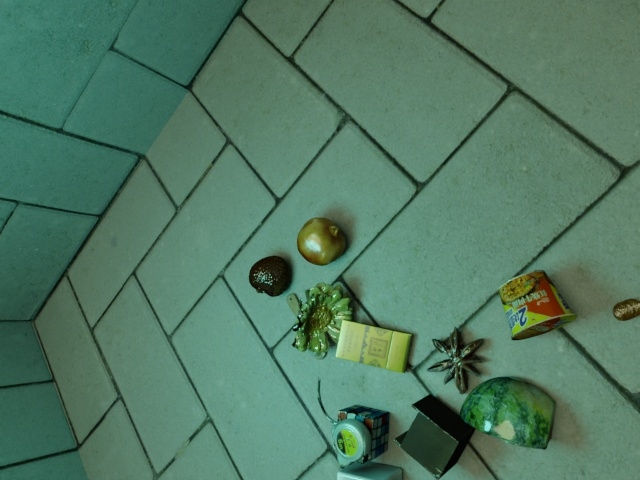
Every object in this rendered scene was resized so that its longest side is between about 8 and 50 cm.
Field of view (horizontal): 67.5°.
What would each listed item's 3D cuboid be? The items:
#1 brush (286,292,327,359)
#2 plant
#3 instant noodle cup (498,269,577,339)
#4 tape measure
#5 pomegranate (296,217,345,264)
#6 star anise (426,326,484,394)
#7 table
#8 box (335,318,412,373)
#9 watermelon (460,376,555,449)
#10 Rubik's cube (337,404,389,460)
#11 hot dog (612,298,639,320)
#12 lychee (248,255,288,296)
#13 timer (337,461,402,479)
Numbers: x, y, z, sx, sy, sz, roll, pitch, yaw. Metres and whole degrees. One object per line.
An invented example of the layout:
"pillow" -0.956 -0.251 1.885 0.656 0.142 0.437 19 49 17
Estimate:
"brush" -0.077 0.375 2.107 0.070 0.065 0.328 -42 62 24
"plant" -0.025 0.287 1.964 0.305 0.261 0.297 -37 61 6
"instant noodle cup" 0.690 0.208 1.564 0.213 0.213 0.174 -31 60 25
"tape measure" 0.087 0.652 1.765 0.164 0.084 0.331 -24 73 25
"pomegranate" -0.003 0.005 2.030 0.209 0.209 0.209 -5 80 32
"star anise" 0.488 0.434 1.723 0.229 0.093 0.237 -20 76 23
"table" 0.402 0.679 1.684 0.193 0.172 0.169 32 108 33
"box" 0.207 0.413 1.882 0.278 0.041 0.153 10 87 15
"watermelon" 0.606 0.575 1.600 0.305 0.180 0.224 6 42 37
"Rubik's cube" 0.164 0.734 1.845 0.154 0.151 0.155 2 83 34
"hot dog" 0.951 0.214 1.485 0.083 0.035 0.058 -32 67 25
"lychee" -0.234 0.161 2.170 0.194 0.194 0.195 -5 80 32
"timer" 0.183 0.949 1.774 0.194 0.192 0.195 -5 81 32
